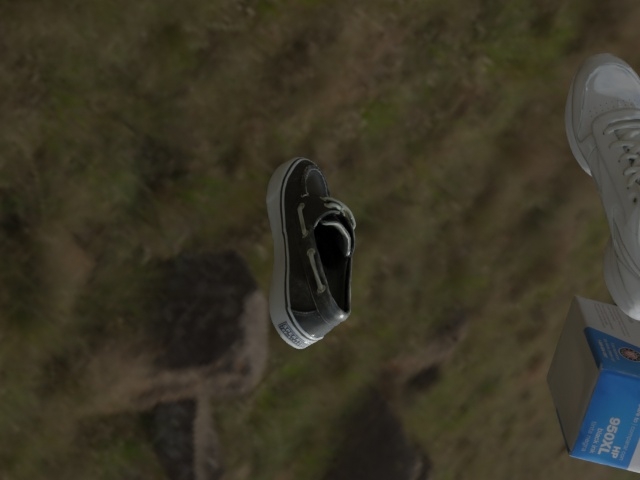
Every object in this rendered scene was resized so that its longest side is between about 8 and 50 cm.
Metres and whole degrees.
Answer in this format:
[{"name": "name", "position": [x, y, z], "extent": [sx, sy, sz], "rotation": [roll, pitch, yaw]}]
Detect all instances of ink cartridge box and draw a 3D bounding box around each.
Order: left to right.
[{"name": "ink cartridge box", "position": [0.578, 0.251, 2.230], "extent": [0.285, 0.395, 0.166], "rotation": [-85, -171, -71]}]

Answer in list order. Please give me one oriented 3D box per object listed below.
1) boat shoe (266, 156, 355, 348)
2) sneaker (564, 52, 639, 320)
[{"name": "boat shoe", "position": [0.000, 0.000, 1.306], "extent": [0.070, 0.219, 0.078], "rotation": [-31, 130, 28]}, {"name": "sneaker", "position": [0.360, -0.070, 1.569], "extent": [0.114, 0.305, 0.152], "rotation": [-11, 170, -13]}]
